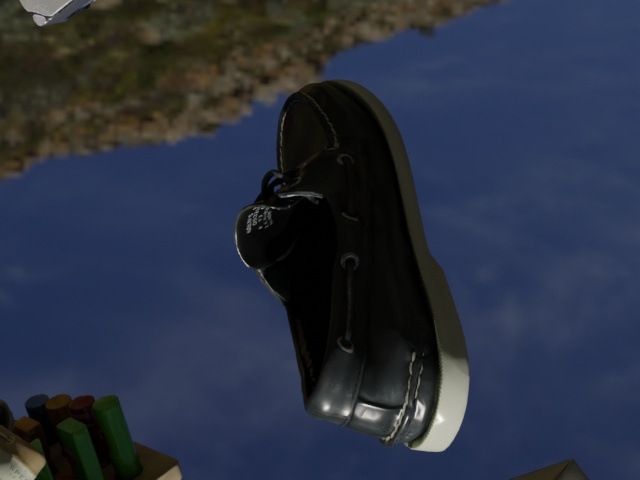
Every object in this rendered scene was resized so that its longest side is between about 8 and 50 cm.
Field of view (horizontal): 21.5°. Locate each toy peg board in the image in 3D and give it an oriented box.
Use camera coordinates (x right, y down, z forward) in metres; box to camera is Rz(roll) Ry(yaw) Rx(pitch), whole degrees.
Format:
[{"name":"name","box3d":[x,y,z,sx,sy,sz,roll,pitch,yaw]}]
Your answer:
[{"name":"toy peg board","box3d":[-0.220,0.167,1.262,0.160,0.079,0.161,14,-142,44]}]

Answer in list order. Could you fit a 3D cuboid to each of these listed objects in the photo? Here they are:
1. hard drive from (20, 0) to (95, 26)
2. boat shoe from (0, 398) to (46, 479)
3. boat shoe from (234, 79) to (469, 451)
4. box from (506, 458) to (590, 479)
[{"name":"hard drive","box3d":[-0.224,-0.374,1.340,0.237,0.339,0.064,-31,-179,28]},{"name":"boat shoe","box3d":[-0.202,0.112,0.995,0.045,0.050,0.135,-42,-137,-11]},{"name":"boat shoe","box3d":[-0.001,0.003,1.145,0.113,0.127,0.340,3,-134,-20]},{"name":"box","box3d":[0.280,0.387,1.925,0.127,0.232,0.148,-40,-174,-37]}]
